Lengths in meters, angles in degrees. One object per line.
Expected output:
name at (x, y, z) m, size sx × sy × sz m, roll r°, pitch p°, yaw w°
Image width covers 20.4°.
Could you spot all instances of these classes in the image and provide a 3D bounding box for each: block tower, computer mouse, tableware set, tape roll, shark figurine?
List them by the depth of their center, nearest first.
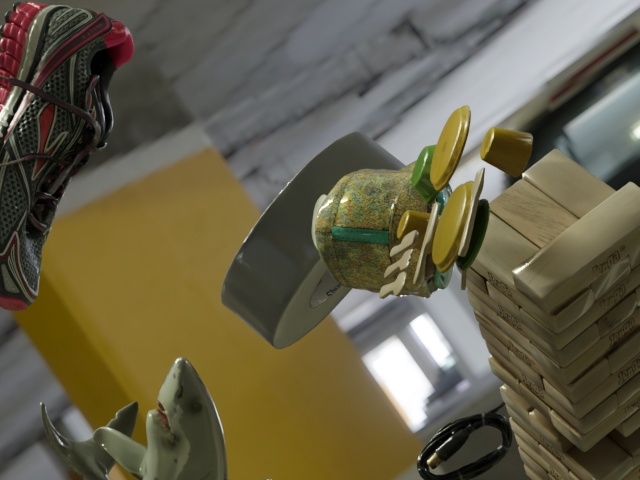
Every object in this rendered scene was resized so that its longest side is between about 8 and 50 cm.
tableware set at (0.072, -0.023, 0.919) m, size 0.154 × 0.024 × 0.104 m, roll 141°, pitch 146°, yaw -72°
block tower at (0.168, 0.089, 1.094) m, size 0.091 × 0.097 × 0.335 m, roll -38°, pitch -40°, yaw -15°
shark figurine at (-0.099, 0.172, 1.253) m, size 0.116 × 0.166 × 0.278 m, roll -12°, pitch -5°, yaw -26°
computer mouse at (0.169, 0.111, 1.485) m, size 0.242 × 0.071 × 0.041 m, roll -49°, pitch -13°, yaw -4°
tape roll at (0.000, 0.000, 1.736) m, size 0.219 × 0.072 × 0.219 m, roll -47°, pitch -12°, yaw -14°

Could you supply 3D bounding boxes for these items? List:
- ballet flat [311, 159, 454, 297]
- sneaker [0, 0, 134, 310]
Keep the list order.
ballet flat at (0.053, -0.010, 1.472) m, size 0.123 × 0.123 × 0.348 m, roll -36°, pitch -3°, yaw 5°
sneaker at (-0.251, -0.081, 1.622) m, size 0.112 × 0.299 × 0.121 m, roll 6°, pitch -17°, yaw 8°
